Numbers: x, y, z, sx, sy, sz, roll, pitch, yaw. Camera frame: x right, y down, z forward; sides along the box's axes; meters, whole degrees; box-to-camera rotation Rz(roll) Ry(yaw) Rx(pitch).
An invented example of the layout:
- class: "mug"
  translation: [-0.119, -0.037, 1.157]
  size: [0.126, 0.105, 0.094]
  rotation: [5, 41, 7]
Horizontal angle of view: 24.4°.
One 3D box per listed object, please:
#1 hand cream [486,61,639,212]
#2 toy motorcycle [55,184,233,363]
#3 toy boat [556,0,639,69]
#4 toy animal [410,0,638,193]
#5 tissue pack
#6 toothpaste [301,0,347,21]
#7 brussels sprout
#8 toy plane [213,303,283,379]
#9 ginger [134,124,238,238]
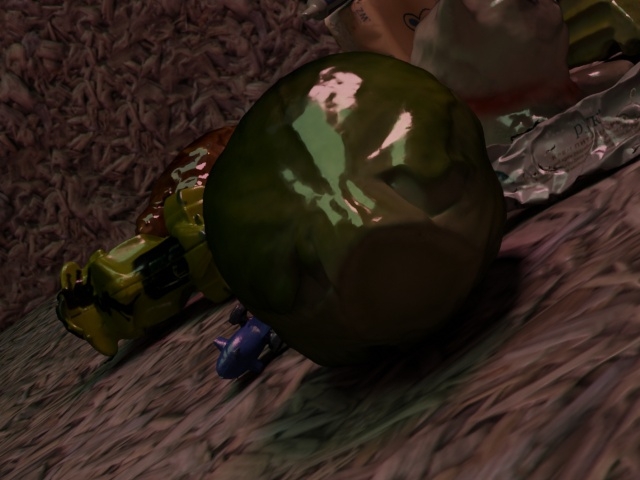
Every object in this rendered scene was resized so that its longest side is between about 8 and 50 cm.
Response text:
- class: "hand cream"
  translation: [0.174, -0.069, 1.154]
  size: [0.257, 0.050, 0.084]
  rotation: [-25, 56, 30]
- class: "toy motorcycle"
  translation: [-0.212, 0.043, 1.864]
  size: [0.342, 0.142, 0.206]
  rotation: [-29, 7, 43]
- class: "toy boat"
  translation: [0.280, -0.210, 1.414]
  size: [0.111, 0.084, 0.276]
  rotation: [-21, 5, -11]
- class: "toy animal"
  translation: [0.137, -0.136, 1.345]
  size: [0.266, 0.188, 0.308]
  rotation: [-43, 10, 23]
- class: "tissue pack"
  translation: [0.117, -0.261, 2.011]
  size: [0.092, 0.196, 0.148]
  rotation: [-22, 16, 45]
- class: "toothpaste"
  translation: [0.039, -0.337, 1.953]
  size: [0.057, 0.035, 0.197]
  rotation: [5, 35, 45]
- class: "brussels sprout"
  translation: [0.030, -0.018, 1.064]
  size: [0.219, 0.210, 0.271]
  rotation: [-41, 24, 1]
- class: "toy plane"
  translation: [-0.056, 0.084, 1.356]
  size: [0.167, 0.054, 0.062]
  rotation: [-49, -10, -54]
- class: "ginger"
  translation: [-0.156, -0.054, 2.102]
  size: [0.274, 0.152, 0.357]
  rotation: [-40, 1, 14]
